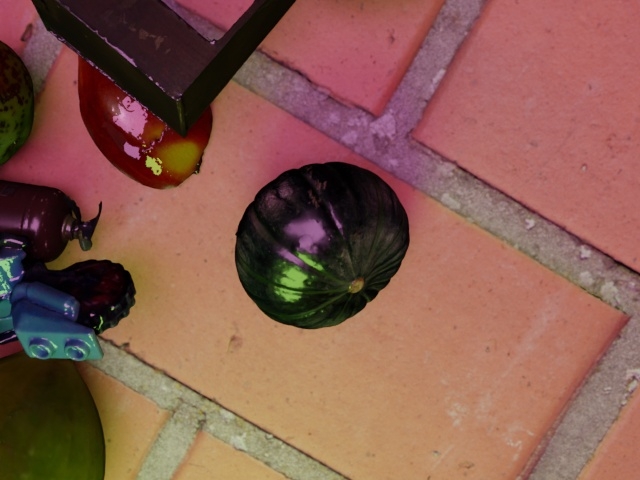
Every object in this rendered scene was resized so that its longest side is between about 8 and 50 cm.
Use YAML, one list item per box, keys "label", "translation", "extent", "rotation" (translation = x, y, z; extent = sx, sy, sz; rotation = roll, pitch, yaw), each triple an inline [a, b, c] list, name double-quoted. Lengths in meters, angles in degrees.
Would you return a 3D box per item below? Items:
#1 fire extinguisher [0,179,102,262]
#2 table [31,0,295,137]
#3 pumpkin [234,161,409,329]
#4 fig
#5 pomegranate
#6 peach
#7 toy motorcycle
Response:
- label: "fire extinguisher"
  translation: [-0.478, -0.039, 1.081]
  extent: [0.337, 0.135, 0.114]
  rotation: [8, 54, 0]
- label: "table"
  translation: [-0.189, -0.336, 0.975]
  extent: [0.250, 0.196, 0.282]
  rotation: [38, 81, -3]
- label: "pumpkin"
  translation: [0.000, 0.000, 1.042]
  extent: [0.250, 0.216, 0.250]
  rotation: [-8, 127, -11]
- label: "fig"
  translation: [-0.445, 0.304, 1.056]
  extent: [0.316, 0.316, 0.316]
  rotation: [0, 97, 2]
- label: "pomegranate"
  translation: [-0.517, -0.209, 1.016]
  extent: [0.248, 0.214, 0.214]
  rotation: [41, 97, -15]
- label: "peach"
  translation: [-0.270, -0.208, 1.084]
  extent: [0.189, 0.068, 0.279]
  rotation: [-35, 95, 4]
- label: "toy motorcycle"
  translation: [-0.462, 0.112, 0.987]
  extent: [0.416, 0.232, 0.172]
  rotation: [2, 130, 8]
